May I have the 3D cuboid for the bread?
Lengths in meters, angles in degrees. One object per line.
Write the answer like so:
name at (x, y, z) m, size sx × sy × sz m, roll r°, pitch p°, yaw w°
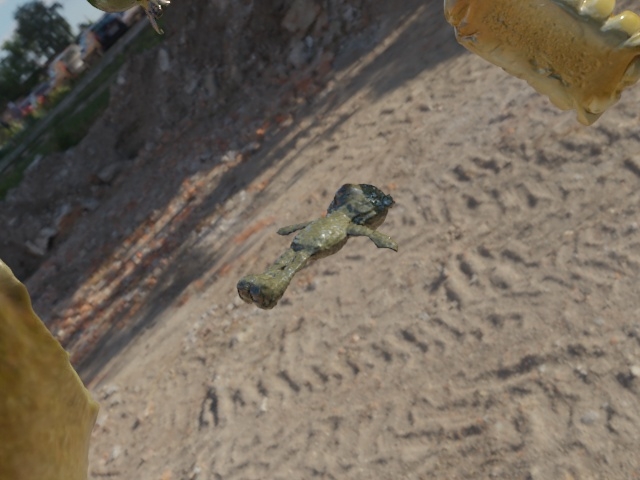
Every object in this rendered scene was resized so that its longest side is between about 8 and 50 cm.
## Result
bread at (0.335, -0.320, 1.123) m, size 0.172 × 0.311 × 0.121 m, roll -53°, pitch 5°, yaw 41°

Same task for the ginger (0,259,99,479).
ginger at (-0.232, 0.103, 0.394) m, size 0.221 × 0.275 × 0.130 m, roll -48°, pitch 15°, yaw -21°

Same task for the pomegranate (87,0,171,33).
pomegranate at (-0.268, -0.364, 1.064) m, size 0.122 × 0.161 × 0.122 m, roll -41°, pitch 17°, yaw 15°

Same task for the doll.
doll at (-0.010, 0.000, 1.123) m, size 0.286 × 0.091 × 0.203 m, roll -29°, pitch 17°, yaw -13°
